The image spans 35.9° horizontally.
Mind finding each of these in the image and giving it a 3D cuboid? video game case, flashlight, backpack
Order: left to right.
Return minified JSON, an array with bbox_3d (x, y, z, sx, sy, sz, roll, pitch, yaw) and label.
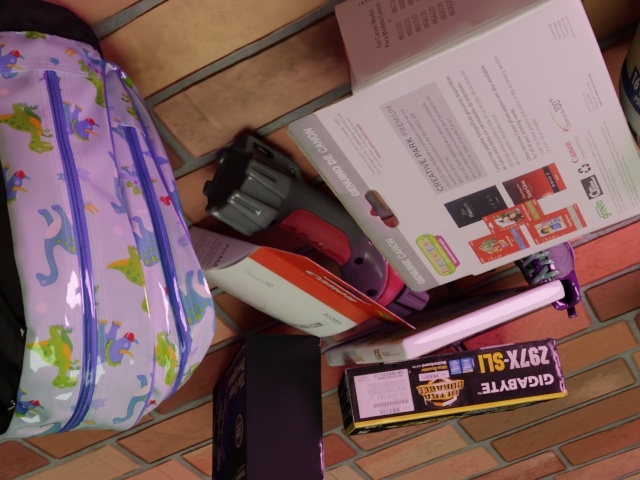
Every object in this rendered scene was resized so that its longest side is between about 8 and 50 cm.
[{"bbox_3d":[-0.244,0.005,0.900,0.273,0.356,0.290,14,132,-26],"label":"backpack"},{"bbox_3d":[0.000,0.000,1.135,0.103,0.103,0.304,-36,134,30],"label":"flashlight"},{"bbox_3d":[0.144,0.102,1.187,0.227,0.026,0.206,-17,179,-25],"label":"video game case"}]

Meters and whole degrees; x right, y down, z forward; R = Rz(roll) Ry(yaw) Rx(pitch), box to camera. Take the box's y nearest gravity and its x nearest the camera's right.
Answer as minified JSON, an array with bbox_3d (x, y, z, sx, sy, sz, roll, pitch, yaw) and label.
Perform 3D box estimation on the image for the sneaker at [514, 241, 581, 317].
[{"bbox_3d":[0.262,0.009,1.198,0.083,0.098,0.223,-31,135,22],"label":"sneaker"}]

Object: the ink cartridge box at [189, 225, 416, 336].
[{"bbox_3d":[-0.035,0.060,1.119,0.189,0.232,0.066,34,82,-36],"label":"ink cartridge box"}]

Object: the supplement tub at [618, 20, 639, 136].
[{"bbox_3d":[0.417,-0.224,0.874,0.228,0.228,0.316,-3,138,-9],"label":"supplement tub"}]

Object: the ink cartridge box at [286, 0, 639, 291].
[{"bbox_3d":[0.145,-0.113,0.960,0.271,0.130,0.309,-22,138,16],"label":"ink cartridge box"}]

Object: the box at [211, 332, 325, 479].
[{"bbox_3d":[-0.074,0.248,1.278,0.103,0.184,0.261,2,155,-15],"label":"box"}]

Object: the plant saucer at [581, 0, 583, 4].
[{"bbox_3d":[0.149,-0.225,0.962,0.240,0.037,0.241,-6,138,-5],"label":"plant saucer"}]

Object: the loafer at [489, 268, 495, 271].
[{"bbox_3d":[0.172,0.007,1.223,0.125,0.039,0.045,18,174,-30],"label":"loafer"}]

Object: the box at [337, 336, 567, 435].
[{"bbox_3d":[0.157,0.199,1.303,0.257,0.079,0.322,-10,167,-3],"label":"box"}]

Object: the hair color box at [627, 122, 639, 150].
[{"bbox_3d":[0.436,-0.152,1.090,0.167,0.053,0.093,-5,139,-5],"label":"hair color box"}]
